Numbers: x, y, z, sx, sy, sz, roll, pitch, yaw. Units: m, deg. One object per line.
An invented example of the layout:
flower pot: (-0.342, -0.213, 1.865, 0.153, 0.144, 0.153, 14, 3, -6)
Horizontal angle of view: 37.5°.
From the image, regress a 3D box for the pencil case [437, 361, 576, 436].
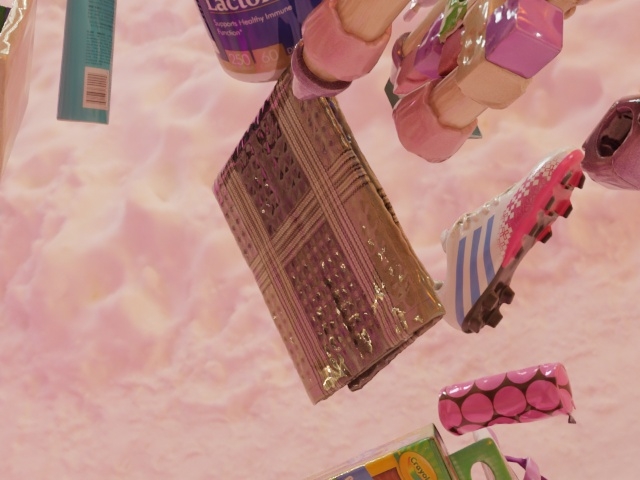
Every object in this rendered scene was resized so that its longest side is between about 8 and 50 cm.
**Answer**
pencil case: (0.298, 0.260, 1.510, 0.209, 0.098, 0.095, -14, 60, 24)

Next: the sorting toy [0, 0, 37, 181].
sorting toy: (-0.544, -0.268, 1.560, 0.257, 0.089, 0.255, -92, 17, -48)

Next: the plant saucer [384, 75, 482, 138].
plant saucer: (0.125, -0.140, 1.031, 0.018, 0.192, 0.067, -28, 80, 28)

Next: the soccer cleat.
soccer cleat: (0.256, -0.016, 1.395, 0.143, 0.116, 0.331, 40, 114, 28)

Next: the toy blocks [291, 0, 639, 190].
toy blocks: (0.137, -0.184, 0.830, 0.260, 0.309, 0.288, -43, 27, 54)

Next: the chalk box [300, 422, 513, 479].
chalk box: (0.112, 0.357, 1.237, 0.289, 0.179, 0.180, -25, 82, 5)

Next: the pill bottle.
pill bottle: (-0.078, -0.314, 1.000, 0.153, 0.265, 0.153, -13, 39, 11)

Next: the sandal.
sandal: (0.348, 0.432, 1.498, 0.102, 0.169, 0.416, -19, 26, -2)

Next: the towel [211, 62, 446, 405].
towel: (0.000, 0.000, 1.047, 0.324, 0.056, 0.312, 65, 148, 14)

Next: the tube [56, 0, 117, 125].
tube: (-0.232, -0.221, 0.953, 0.052, 0.080, 0.207, 7, 94, 13)
